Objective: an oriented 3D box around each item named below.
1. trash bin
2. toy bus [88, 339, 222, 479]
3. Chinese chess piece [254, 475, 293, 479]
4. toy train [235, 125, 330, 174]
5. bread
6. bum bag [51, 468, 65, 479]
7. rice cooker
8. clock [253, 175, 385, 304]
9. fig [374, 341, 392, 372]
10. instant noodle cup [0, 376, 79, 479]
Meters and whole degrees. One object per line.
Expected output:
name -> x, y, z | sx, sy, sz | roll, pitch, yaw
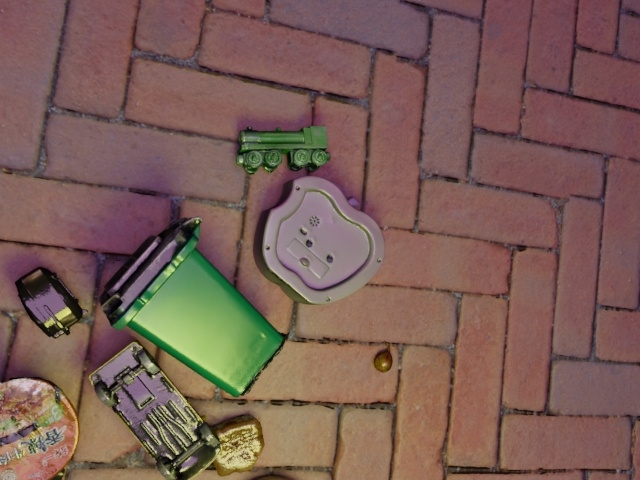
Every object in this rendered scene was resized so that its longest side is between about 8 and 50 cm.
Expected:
trash bin -> -0.280, 0.156, 1.432 | 0.381, 0.259, 0.295 | 44, 75, -18
toy bus -> -0.376, 0.393, 1.431 | 0.144, 0.152, 0.330 | -38, 96, -10
Chinese chess piece -> -0.121, 0.712, 1.522 | 0.250, 0.103, 0.249 | 2, 85, -18
toy train -> -0.095, -0.237, 1.592 | 0.252, 0.085, 0.119 | -3, 83, -20
bread -> -0.206, 0.505, 1.522 | 0.140, 0.069, 0.127 | -15, 93, -17
bum bag -> -0.709, 0.609, 1.349 | 0.327, 0.080, 0.142 | -27, 92, -17
rice cooker -> -0.609, 0.140, 1.388 | 0.106, 0.112, 0.165 | -45, 101, -21
clock -> 0.000, 0.000, 1.597 | 0.339, 0.102, 0.338 | 1, 87, -18
fig -> 0.174, 0.315, 1.670 | 0.050, 0.050, 0.083 | 25, 61, -15
instant noodle cup -> -0.636, 0.396, 1.328 | 0.231, 0.182, 0.230 | 1, 87, -18
